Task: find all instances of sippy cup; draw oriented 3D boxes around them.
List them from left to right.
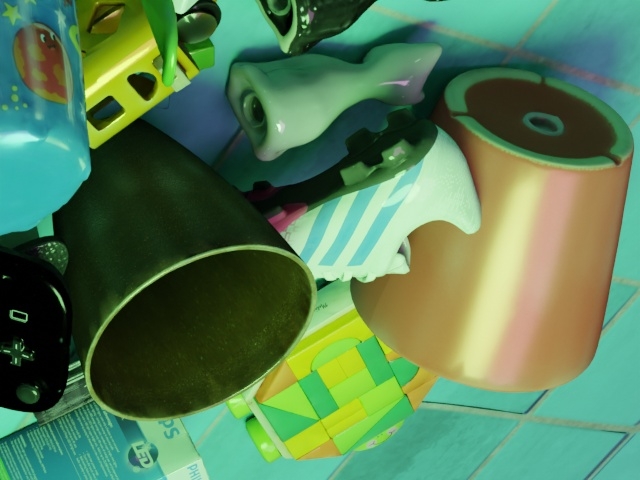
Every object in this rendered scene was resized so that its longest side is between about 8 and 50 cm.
[{"bbox_3d":[-0.272,-0.126,1.386,0.305,0.224,0.240,-25,155,18],"label":"sippy cup"}]

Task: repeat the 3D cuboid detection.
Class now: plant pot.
[{"bbox_3d":[-0.149,0.004,1.677,0.215,0.230,0.215,-20,142,-16],"label":"plant pot"},{"bbox_3d":[0.187,-0.023,1.895,0.275,0.275,0.243,-6,128,-32],"label":"plant pot"}]

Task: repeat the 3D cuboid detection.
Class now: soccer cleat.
[{"bbox_3d":[0.000,0.000,1.791,0.331,0.116,0.143,-24,118,27],"label":"soccer cleat"}]

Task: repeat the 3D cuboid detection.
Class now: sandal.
[{"bbox_3d":[-0.278,0.042,1.635,0.067,0.040,0.179,6,144,-35],"label":"sandal"}]

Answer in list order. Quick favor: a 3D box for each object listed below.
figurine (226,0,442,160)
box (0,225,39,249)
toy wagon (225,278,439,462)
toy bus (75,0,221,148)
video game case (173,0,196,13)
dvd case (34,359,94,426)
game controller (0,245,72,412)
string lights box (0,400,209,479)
[{"bbox_3d":[0.034,-0.184,1.723,0.209,0.092,0.215,-16,143,-28],"label":"figurine"},{"bbox_3d":[-0.309,0.021,1.695,0.113,0.094,0.275,-21,143,-16],"label":"box"},{"bbox_3d":[0.037,0.160,2.146,0.267,0.068,0.344,-30,145,-2],"label":"toy wagon"},{"bbox_3d":[-0.147,-0.167,1.582,0.191,0.104,0.202,-8,138,-31],"label":"toy bus"},{"bbox_3d":[-0.048,-0.292,1.479,0.201,0.023,0.183,-52,169,-51],"label":"video game case"},{"bbox_3d":[-0.214,0.131,1.883,0.164,0.018,0.221,-25,172,-10],"label":"dvd case"},{"bbox_3d":[-0.358,0.046,1.572,0.319,0.067,0.166,15,138,5],"label":"game controller"},{"bbox_3d":[-0.260,0.253,1.975,0.259,0.133,0.077,-25,144,-10],"label":"string lights box"}]
